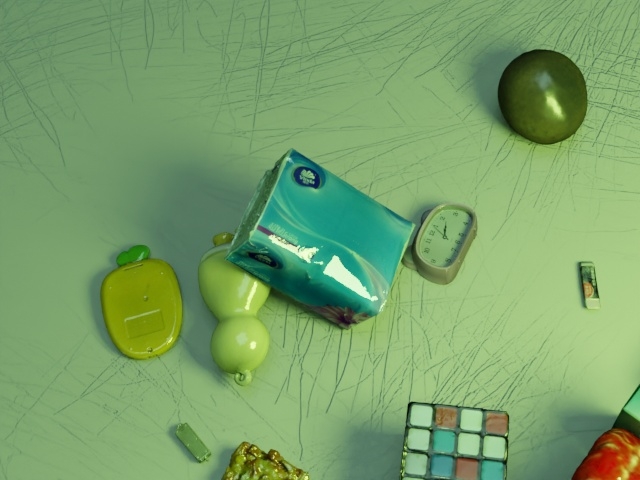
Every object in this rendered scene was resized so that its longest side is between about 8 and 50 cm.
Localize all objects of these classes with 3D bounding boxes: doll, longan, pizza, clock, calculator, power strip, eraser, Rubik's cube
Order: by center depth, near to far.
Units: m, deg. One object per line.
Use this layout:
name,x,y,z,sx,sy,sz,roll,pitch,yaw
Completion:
Rubik's cube,0.203,0.351,1.418,0.155,0.151,0.154,5,59,9
pizza,-0.111,0.386,1.493,0.175,0.046,0.134,-26,60,-8
power strip,-0.212,0.340,1.549,0.027,0.017,0.083,-38,62,-15
eraser,0.472,0.077,1.625,0.027,0.019,0.099,-2,60,5
doll,-0.144,0.114,1.629,0.141,0.117,0.297,-15,68,18
clock,0.216,-0.003,1.684,0.110,0.050,0.153,21,64,18
calculator,-0.327,0.108,1.692,0.146,0.032,0.235,-17,61,-4
longan,0.423,-0.274,1.764,0.167,0.167,0.187,-19,80,-5

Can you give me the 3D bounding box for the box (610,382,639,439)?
box,0.511,0.296,1.359,0.153,0.245,0.092,33,69,24

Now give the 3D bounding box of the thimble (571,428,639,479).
thimble,0.402,0.438,1.235,0.230,0.350,0.350,32,68,22

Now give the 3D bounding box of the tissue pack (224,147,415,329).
tissue pack,0.000,0.000,1.589,0.263,0.146,0.198,31,61,-15
